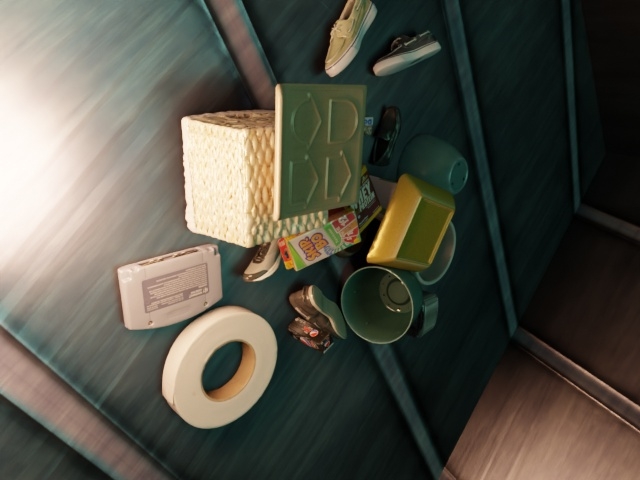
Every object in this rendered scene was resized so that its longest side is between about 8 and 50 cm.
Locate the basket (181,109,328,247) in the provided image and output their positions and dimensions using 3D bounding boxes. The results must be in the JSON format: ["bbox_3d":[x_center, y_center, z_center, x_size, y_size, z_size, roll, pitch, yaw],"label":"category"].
[{"bbox_3d":[-0.170,-0.176,1.431,0.328,0.266,0.331,-17,117,-42],"label":"basket"}]

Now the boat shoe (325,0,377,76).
[{"bbox_3d":[0.078,-0.655,1.646,0.094,0.109,0.302,37,68,-30],"label":"boat shoe"}]

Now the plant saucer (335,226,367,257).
[{"bbox_3d":[0.115,-0.026,1.940,0.198,0.036,0.199,-17,116,-40],"label":"plant saucer"}]

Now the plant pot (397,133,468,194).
[{"bbox_3d":[0.478,-0.277,2.102,0.290,0.195,0.290,-17,116,-40],"label":"plant pot"}]

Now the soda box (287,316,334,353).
[{"bbox_3d":[-0.036,0.330,1.813,0.060,0.169,0.053,-41,129,-28],"label":"soda box"}]

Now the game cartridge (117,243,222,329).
[{"bbox_3d":[-0.411,0.134,1.450,0.294,0.060,0.196,-16,112,-41],"label":"game cartridge"}]

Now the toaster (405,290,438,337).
[{"bbox_3d":[0.444,0.317,2.332,0.146,0.129,0.227,-14,111,-46],"label":"toaster"}]

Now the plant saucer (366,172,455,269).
[{"bbox_3d":[0.348,-0.040,1.849,0.332,0.081,0.333,12,103,-45],"label":"plant saucer"}]

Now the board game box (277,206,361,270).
[{"bbox_3d":[0.000,0.000,1.624,0.259,0.039,0.124,-23,127,-10],"label":"board game box"}]

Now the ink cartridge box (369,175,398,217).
[{"bbox_3d":[0.274,-0.128,1.941,0.278,0.201,0.117,28,85,-47],"label":"ink cartridge box"}]

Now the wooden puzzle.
[{"bbox_3d":[-0.010,-0.234,1.328,0.347,0.080,0.322,-18,118,-47],"label":"wooden puzzle"}]

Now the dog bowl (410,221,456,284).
[{"bbox_3d":[0.469,0.037,2.274,0.348,0.102,0.349,-18,117,-40],"label":"dog bowl"}]

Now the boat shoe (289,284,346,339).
[{"bbox_3d":[-0.003,0.267,1.899,0.335,0.095,0.112,54,30,-46],"label":"boat shoe"}]

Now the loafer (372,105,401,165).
[{"bbox_3d":[0.243,-0.384,1.911,0.078,0.076,0.223,-6,112,-52],"label":"loafer"}]

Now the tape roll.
[{"bbox_3d":[-0.307,0.398,1.635,0.392,0.072,0.392,-18,117,-40],"label":"tape roll"}]

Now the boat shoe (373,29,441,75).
[{"bbox_3d":[0.297,-0.678,1.853,0.301,0.108,0.102,-29,91,-21],"label":"boat shoe"}]

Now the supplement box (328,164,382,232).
[{"bbox_3d":[0.070,-0.153,1.731,0.129,0.194,0.191,-47,132,-23],"label":"supplement box"}]

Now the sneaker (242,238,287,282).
[{"bbox_3d":[-0.162,0.023,1.642,0.271,0.100,0.108,-52,125,-27],"label":"sneaker"}]

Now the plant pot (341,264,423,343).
[{"bbox_3d":[0.261,0.223,2.010,0.235,0.293,0.293,-15,115,-59],"label":"plant pot"}]

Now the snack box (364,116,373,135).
[{"bbox_3d":[0.117,-0.398,1.818,0.178,0.022,0.064,-14,113,-42],"label":"snack box"}]
